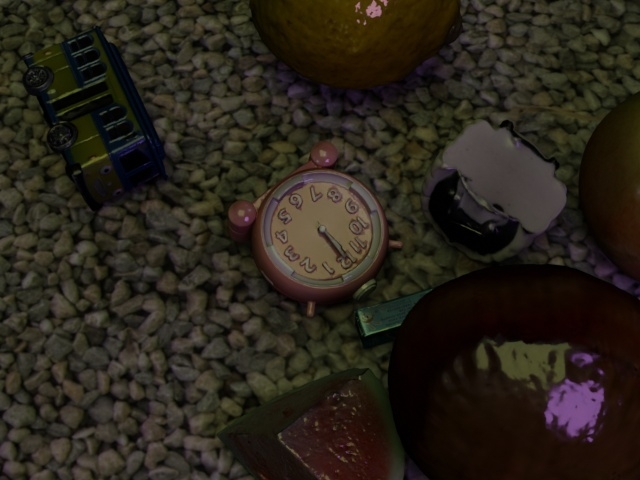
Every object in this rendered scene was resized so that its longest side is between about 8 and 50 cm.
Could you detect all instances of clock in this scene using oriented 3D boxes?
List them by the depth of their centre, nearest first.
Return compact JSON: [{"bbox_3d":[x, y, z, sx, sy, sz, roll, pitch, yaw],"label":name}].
[{"bbox_3d":[0.000,0.000,1.644,0.227,0.142,0.241,-38,77,-14],"label":"clock"}]

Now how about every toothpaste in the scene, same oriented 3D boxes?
[{"bbox_3d":[0.186,0.105,1.610,0.267,0.065,0.050,-16,63,-5],"label":"toothpaste"}]

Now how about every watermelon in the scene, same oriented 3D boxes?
[{"bbox_3d":[0.005,0.314,1.454,0.256,0.176,0.260,-43,82,17],"label":"watermelon"}]

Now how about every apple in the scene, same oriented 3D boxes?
[{"bbox_3d":[0.578,-0.092,1.553,0.339,0.305,0.338,-1,65,1],"label":"apple"}]

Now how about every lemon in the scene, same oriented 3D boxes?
[{"bbox_3d":[0.061,-0.431,1.737,0.387,0.350,0.349,28,67,0],"label":"lemon"}]

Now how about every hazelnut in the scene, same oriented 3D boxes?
[{"bbox_3d":[0.299,0.194,1.410,0.421,0.352,0.420,-5,43,5],"label":"hazelnut"}]

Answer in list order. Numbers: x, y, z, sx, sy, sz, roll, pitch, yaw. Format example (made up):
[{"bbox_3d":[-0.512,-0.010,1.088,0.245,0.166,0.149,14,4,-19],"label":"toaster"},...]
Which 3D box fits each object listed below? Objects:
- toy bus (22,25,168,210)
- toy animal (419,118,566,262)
[{"bbox_3d":[-0.395,-0.214,1.765,0.175,0.138,0.287,-25,64,-8],"label":"toy bus"},{"bbox_3d":[0.278,-0.080,1.650,0.208,0.156,0.204,39,67,3],"label":"toy animal"}]
